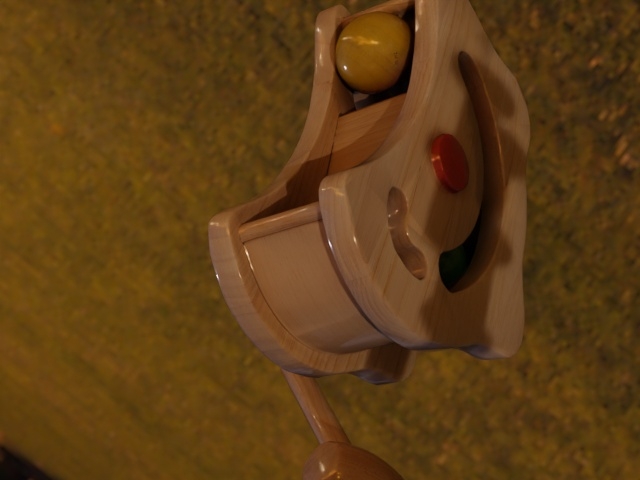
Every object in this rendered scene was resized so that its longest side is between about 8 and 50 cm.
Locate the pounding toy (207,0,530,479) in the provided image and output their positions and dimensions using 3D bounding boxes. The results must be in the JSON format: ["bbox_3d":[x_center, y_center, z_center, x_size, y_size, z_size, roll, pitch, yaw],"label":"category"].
[{"bbox_3d":[0.000,0.000,0.750,0.155,0.269,0.154,-16,142,33],"label":"pounding toy"}]
